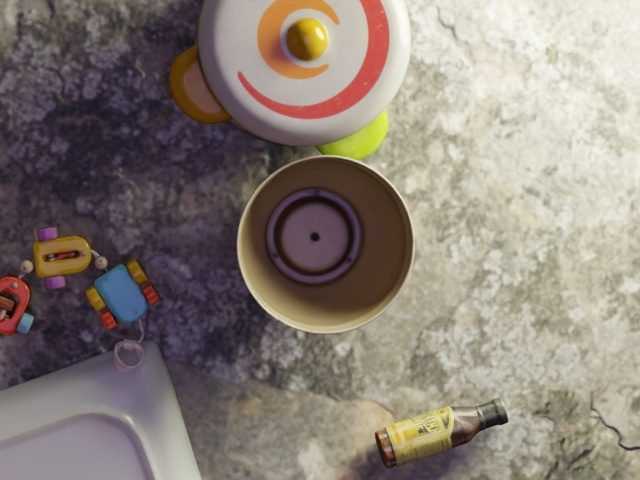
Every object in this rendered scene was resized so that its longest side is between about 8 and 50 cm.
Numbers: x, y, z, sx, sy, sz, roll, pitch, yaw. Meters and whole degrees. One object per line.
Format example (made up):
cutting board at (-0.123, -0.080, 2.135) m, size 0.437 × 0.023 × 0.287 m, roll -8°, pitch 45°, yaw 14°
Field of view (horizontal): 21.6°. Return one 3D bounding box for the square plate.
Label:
square plate at (-0.263, 0.310, 1.579) m, size 0.344 × 0.049 × 0.347 m, roll -19°, pitch 96°, yaw -5°

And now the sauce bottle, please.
sauce bottle at (0.117, 0.183, 1.616) m, size 0.128 × 0.042 × 0.042 m, roll -19°, pitch 96°, yaw -7°

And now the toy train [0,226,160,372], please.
toy train at (-0.234, 0.056, 1.566) m, size 0.166 × 0.046 × 0.125 m, roll 18°, pitch 93°, yaw -4°

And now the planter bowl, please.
planter bowl at (0.000, 0.000, 1.554) m, size 0.162 × 0.109 × 0.162 m, roll 0°, pitch 95°, yaw -6°

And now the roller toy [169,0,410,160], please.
roller toy at (-0.020, -0.181, 1.518) m, size 0.209 × 0.146 × 0.191 m, roll 15°, pitch 92°, yaw -7°
